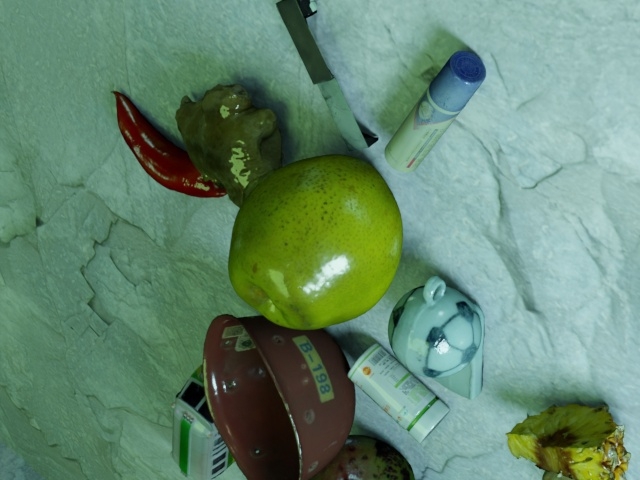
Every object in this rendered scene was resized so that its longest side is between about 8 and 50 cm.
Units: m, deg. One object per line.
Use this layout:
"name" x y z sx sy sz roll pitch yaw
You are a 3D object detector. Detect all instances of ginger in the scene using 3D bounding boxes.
"ginger" -0.173 -0.183 1.852 0.270 0.123 0.219 37 135 25

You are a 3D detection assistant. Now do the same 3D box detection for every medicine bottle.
"medicine bottle" 0.160 -0.179 1.524 0.059 0.059 0.231 46 147 8
"medicine bottle" 0.142 0.277 1.953 0.183 0.086 0.086 42 145 15

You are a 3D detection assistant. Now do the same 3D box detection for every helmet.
"helmet" -0.049 0.298 2.045 0.385 0.230 0.337 63 148 17

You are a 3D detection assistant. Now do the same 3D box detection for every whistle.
"whistle" 0.187 0.172 1.738 0.163 0.163 0.290 25 138 33

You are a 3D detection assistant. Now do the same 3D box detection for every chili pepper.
"chili pepper" -0.280 -0.161 2.034 0.368 0.092 0.137 26 128 28

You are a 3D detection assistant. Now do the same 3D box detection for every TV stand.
"TV stand" 0.014 -0.258 1.637 0.049 0.040 0.256 -5 117 50

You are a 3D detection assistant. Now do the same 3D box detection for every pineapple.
"pineapple" 0.402 0.302 1.641 0.233 0.135 0.079 8 114 60

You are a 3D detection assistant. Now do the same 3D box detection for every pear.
"pear" 0.000 0.000 1.691 0.294 0.294 0.294 30 141 28

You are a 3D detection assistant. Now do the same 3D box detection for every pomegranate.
"pomegranate" 0.075 0.527 2.145 0.242 0.242 0.306 40 154 15

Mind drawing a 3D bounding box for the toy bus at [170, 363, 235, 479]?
"toy bus" -0.251 0.415 2.455 0.143 0.179 0.305 37 144 20

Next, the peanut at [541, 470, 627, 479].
"peanut" 0.429 0.404 1.720 0.159 0.109 0.141 23 128 52
